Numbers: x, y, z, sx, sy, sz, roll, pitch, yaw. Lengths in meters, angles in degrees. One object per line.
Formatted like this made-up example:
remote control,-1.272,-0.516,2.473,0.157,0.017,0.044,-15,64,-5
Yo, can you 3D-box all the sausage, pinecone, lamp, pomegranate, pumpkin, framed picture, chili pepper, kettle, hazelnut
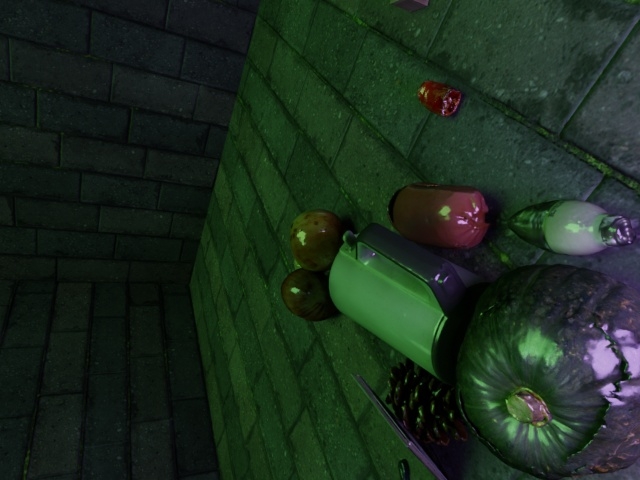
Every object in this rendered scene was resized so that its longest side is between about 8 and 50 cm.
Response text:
sausage,0.270,-0.062,0.987,0.279,0.152,0.152,19,102,61
pinecone,0.253,0.363,0.928,0.212,0.185,0.169,20,83,42
lamp,0.430,-0.024,0.746,0.250,0.101,0.101,-167,82,-73
pomegranate,0.000,0.000,1.425,0.215,0.215,0.216,-15,72,60
pumpkin,0.368,0.208,0.660,0.291,0.257,0.328,14,108,45
framed picture,0.196,0.448,0.974,0.019,0.296,0.232,-41,34,-6
chili pepper,0.300,-0.367,1.065,0.070,0.073,0.123,-36,42,0
kettle,0.193,0.101,0.931,0.376,0.250,0.361,30,156,56
hazelnut,-0.033,0.185,1.476,0.186,0.210,0.210,-76,12,-52

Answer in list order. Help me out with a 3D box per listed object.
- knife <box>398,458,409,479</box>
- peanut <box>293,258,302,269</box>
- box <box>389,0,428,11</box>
knife,0.226,0.642,1.095,0.031,0.018,0.121,-44,51,53
peanut,-0.057,0.099,1.631,0.174,0.080,0.080,14,98,62
box,0.251,-0.686,1.184,0.079,0.083,0.035,27,110,59
